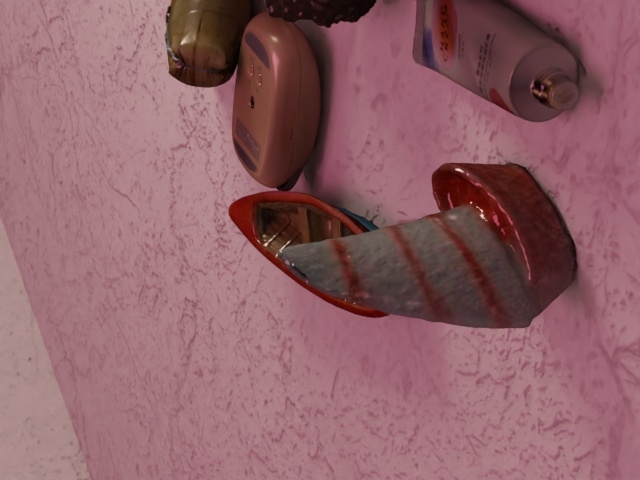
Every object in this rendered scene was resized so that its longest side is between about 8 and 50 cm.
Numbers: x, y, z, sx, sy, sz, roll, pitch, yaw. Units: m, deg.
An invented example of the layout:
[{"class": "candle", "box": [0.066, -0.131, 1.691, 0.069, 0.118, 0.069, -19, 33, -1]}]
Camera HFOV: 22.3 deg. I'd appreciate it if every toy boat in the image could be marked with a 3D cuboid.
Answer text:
[{"class": "toy boat", "box": [0.000, 0.000, 2.067, 0.392, 0.079, 0.136, 27, 126, 58]}, {"class": "toy boat", "box": [0.104, 0.017, 1.620, 0.206, 0.282, 0.096, 65, 153, 29]}]

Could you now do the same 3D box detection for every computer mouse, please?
[{"class": "computer mouse", "box": [-0.055, -0.182, 2.105, 0.145, 0.082, 0.237, 50, 143, 46]}]

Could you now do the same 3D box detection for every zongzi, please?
[{"class": "zongzi", "box": [-0.161, -0.249, 2.215, 0.256, 0.115, 0.228, 106, 172, -51]}]

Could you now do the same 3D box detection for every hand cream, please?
[{"class": "hand cream", "box": [0.167, -0.197, 1.665, 0.340, 0.077, 0.124, -137, 42, -58]}]

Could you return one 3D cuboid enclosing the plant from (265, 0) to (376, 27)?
[{"class": "plant", "box": [0.006, -0.384, 1.823, 0.146, 0.149, 0.275, -71, -13, -66]}]
